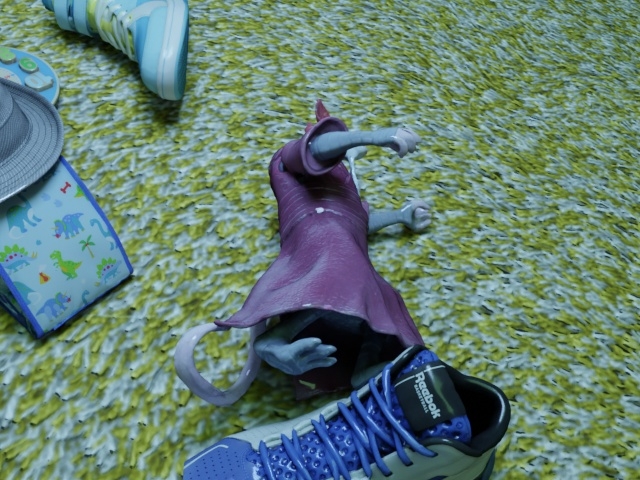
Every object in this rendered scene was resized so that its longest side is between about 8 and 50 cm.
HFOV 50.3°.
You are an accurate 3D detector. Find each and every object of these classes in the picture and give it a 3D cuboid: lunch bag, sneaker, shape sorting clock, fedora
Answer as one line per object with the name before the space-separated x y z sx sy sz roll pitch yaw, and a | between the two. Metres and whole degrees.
lunch bag | -0.291 0.009 0.723 0.129 0.096 0.151 -40 97 -35
sneaker | -0.293 -0.305 0.966 0.208 0.127 0.319 1 41 -14
sneaker | 0.035 0.172 0.598 0.316 0.182 0.127 -8 52 -19
shape sorting clock | -0.451 -0.198 0.893 0.206 0.040 0.206 6 50 -8
fedora | -0.406 -0.140 0.678 0.275 0.124 0.244 32 53 32

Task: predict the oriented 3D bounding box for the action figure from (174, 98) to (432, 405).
action figure | 0.000 0.000 0.767 0.276 0.248 0.370 -18 53 8
